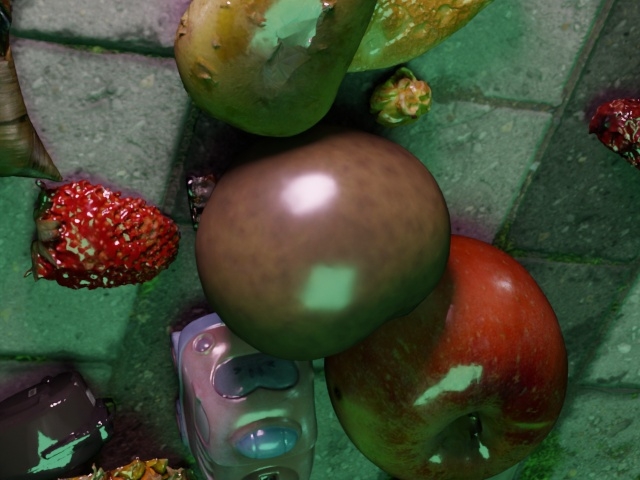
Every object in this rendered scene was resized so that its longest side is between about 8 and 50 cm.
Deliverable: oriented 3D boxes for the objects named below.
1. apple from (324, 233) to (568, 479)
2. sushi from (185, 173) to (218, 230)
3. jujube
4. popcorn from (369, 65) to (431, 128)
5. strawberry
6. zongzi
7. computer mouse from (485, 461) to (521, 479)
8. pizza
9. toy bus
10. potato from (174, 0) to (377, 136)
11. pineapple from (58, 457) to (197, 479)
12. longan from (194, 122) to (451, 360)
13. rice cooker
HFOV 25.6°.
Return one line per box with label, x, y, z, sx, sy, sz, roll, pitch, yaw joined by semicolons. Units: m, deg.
apple;0.172;0.163;1.955;0.349;0.277;0.348;-9;133;-10
sushi;-0.147;-0.049;1.827;0.046;0.044;0.083;-11;132;-9
jujube;0.447;-0.140;1.912;0.166;0.104;0.104;25;117;-32
popcorn;0.107;-0.172;1.788;0.084;0.084;0.084;-9;130;-11
strawberry;-0.269;0.002;1.802;0.208;0.087;0.167;-1;127;-20
zongzi;-0.369;-0.189;1.597;0.300;0.138;0.286;13;116;-43
computer mouse;0.226;0.396;2.289;0.197;0.095;0.330;3;127;-26
pizza;0.107;-0.280;1.714;0.271;0.056;0.134;-33;133;11
toy bus;-0.093;0.247;1.964;0.197;0.231;0.294;-8;131;-12
potato;-0.044;-0.257;1.606;0.210;0.173;0.307;20;117;-26
pineapple;-0.275;0.447;2.038;0.286;0.209;0.344;-3;158;-34
longan;0.000;0.000;1.750;0.319;0.319;0.318;-9;130;-11
rice cooker;-0.380;0.261;1.940;0.203;0.142;0.118;-25;105;-4
